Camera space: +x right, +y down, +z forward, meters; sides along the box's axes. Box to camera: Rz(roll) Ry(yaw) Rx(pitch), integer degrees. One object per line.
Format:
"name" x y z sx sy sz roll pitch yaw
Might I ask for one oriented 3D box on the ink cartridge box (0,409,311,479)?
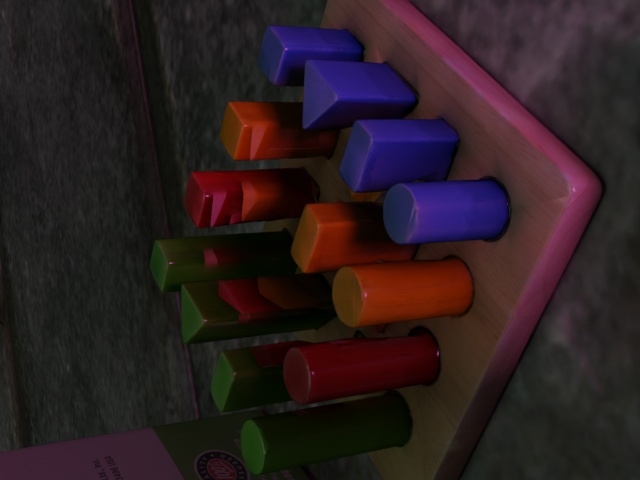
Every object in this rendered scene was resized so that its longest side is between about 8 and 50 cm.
"ink cartridge box" -0.113 0.189 0.401 0.198 0.272 0.115 45 131 49

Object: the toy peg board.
"toy peg board" 0.000 0.000 0.374 0.161 0.079 0.161 54 138 41
